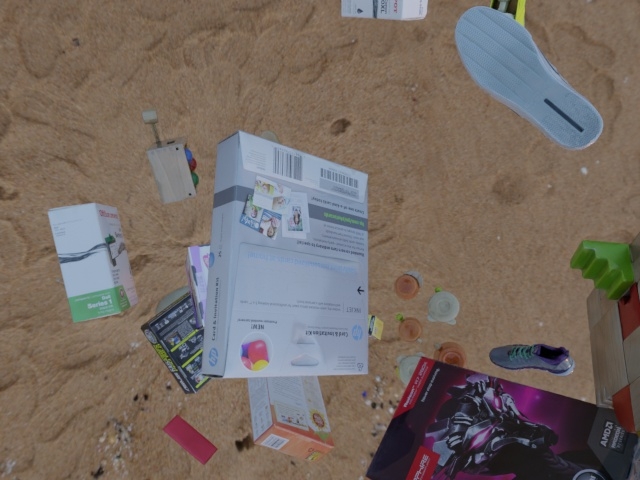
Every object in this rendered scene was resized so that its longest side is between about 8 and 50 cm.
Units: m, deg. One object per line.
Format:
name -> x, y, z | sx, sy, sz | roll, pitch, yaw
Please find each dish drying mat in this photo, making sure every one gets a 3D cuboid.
dish drying mat -> -0.195, 0.298, 0.739 | 0.083, 0.008, 0.032 | 34, 39, 13

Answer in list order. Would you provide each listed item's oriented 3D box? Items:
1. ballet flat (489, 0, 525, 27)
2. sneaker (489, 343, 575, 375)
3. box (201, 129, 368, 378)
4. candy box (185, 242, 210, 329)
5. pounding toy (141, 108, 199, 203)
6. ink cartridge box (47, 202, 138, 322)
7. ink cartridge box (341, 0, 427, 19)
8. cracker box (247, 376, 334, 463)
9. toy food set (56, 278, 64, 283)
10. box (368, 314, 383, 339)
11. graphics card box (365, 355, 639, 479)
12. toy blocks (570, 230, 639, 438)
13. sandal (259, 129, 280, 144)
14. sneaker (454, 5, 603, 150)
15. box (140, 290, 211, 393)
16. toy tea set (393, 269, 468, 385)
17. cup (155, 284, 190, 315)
ballet flat -> 0.342, -0.442, 0.918 | 0.077, 0.077, 0.231 | -20, 124, -36
sneaker -> 0.576, 0.309, 1.365 | 0.098, 0.224, 0.083 | 57, 45, -37
box -> -0.021, 0.018, 0.416 | 0.145, 0.038, 0.186 | 11, 73, -39
candy box -> -0.241, 0.103, 1.062 | 0.070, 0.196, 0.164 | -10, 81, -19
pounding toy -> -0.355, -0.217, 1.185 | 0.094, 0.181, 0.206 | -13, 112, -7
ink cartridge box -> -0.453, 0.039, 0.997 | 0.093, 0.160, 0.219 | -12, 93, -7
ink cartridge box -> 0.171, -0.697, 1.339 | 0.100, 0.237, 0.172 | -23, 125, -35
cracker box -> -0.070, 0.320, 1.015 | 0.156, 0.232, 0.067 | 33, 112, -30
toy food set -> -0.744, 0.107, 1.584 | 0.128, 0.218, 0.071 | 33, 56, -42
box -> 0.064, 0.241, 1.467 | 0.232, 0.087, 0.058 | 7, 72, 26
graphics card box -> 0.258, 0.326, 0.727 | 0.094, 0.371, 0.232 | 44, 68, -30
toy blocks -> 0.361, 0.115, 0.464 | 0.191, 0.381, 0.261 | 5, 58, 11
sandal -> -0.140, -0.203, 1.221 | 0.079, 0.240, 0.088 | 0, 132, -32
sneaker -> 0.294, -0.229, 0.720 | 0.094, 0.091, 0.258 | -42, 89, 20
box -> -0.309, 0.239, 1.326 | 0.270, 0.060, 0.216 | -41, 105, -42
toy tea set -> 0.306, 0.248, 1.408 | 0.200, 0.124, 0.336 | -7, 80, 10
cup -> -0.384, 0.330, 1.678 | 0.331, 0.331, 0.237 | -7, 54, -13
